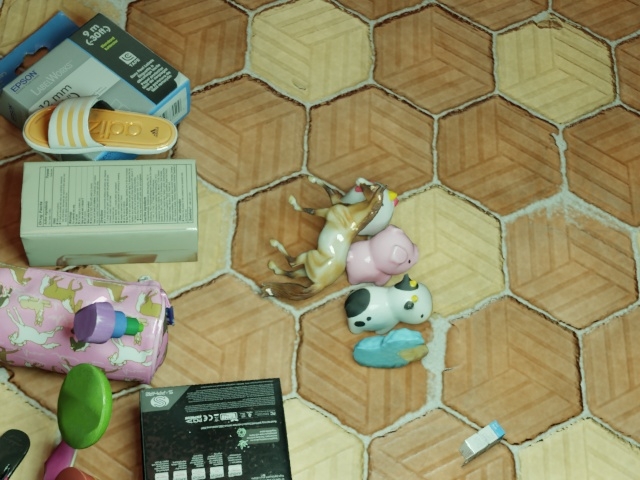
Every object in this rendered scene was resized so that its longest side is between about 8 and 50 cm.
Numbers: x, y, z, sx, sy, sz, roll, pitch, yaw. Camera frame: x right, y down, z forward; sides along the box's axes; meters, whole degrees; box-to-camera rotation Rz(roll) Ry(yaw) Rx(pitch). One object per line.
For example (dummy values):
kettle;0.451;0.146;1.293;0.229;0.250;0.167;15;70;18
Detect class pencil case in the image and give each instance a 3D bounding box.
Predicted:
pencil case;-0.437;0.124;1.830;0.386;0.160;0.167;8;47;0

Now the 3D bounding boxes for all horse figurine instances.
horse figurine;0.000;0.000;1.936;0.174;0.066;0.263;25;88;32

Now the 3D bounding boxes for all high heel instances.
high heel;-0.460;0.394;1.720;0.117;0.082;0.244;23;74;-5

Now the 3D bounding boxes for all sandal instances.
sandal;-0.381;-0.208;1.941;0.265;0.076;0.102;1;62;-3
sandal;-0.514;0.370;1.749;0.067;0.040;0.179;22;61;5

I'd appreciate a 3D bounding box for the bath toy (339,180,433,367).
bath toy;0.107;0.040;1.950;0.151;0.129;0.348;-4;61;-8

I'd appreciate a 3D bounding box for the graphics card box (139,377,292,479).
graphics card box;-0.156;0.404;1.738;0.232;0.094;0.371;-5;63;-8

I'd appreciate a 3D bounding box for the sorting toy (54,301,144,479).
sorting toy;-0.317;0.278;1.698;0.126;0.127;0.366;12;78;-42

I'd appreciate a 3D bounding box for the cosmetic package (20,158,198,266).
cosmetic package;-0.361;-0.047;1.950;0.296;0.129;0.153;0;62;-7

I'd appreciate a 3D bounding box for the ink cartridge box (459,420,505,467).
ink cartridge box;0.259;0.334;1.845;0.083;0.048;0.028;-29;67;-20

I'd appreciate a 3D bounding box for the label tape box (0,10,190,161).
label tape box;-0.451;-0.291;2.086;0.347;0.115;0.249;38;65;13
